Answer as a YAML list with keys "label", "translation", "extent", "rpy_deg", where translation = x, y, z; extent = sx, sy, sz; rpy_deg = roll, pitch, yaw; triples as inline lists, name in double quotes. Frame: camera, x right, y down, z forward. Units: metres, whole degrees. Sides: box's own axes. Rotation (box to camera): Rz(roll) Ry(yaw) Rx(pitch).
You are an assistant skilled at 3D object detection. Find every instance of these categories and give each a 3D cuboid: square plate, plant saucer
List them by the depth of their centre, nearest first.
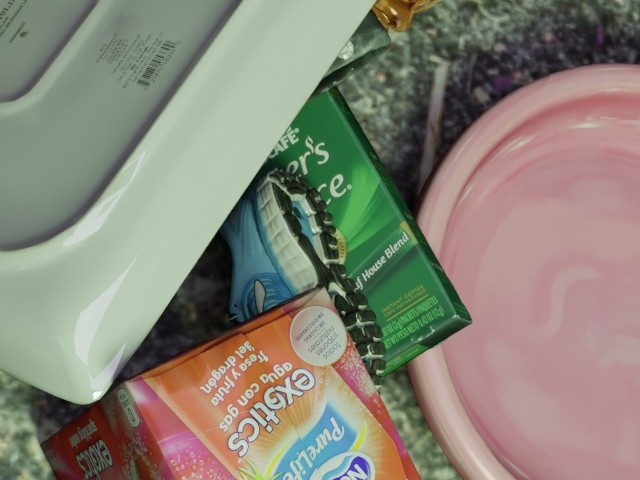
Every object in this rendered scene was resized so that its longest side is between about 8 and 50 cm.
- label: "square plate"
  translation: [-0.167, -0.110, 1.107]
  extent: [0.344, 0.049, 0.347]
  rpy_deg: [20, 65, 31]
- label: "plant saucer"
  translation: [0.199, 0.053, 1.289]
  extent: [0.332, 0.084, 0.332]
  rpy_deg: [4, 76, -18]

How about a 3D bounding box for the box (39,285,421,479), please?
- label: "box"
  translation: [-0.056, 0.127, 1.086]
  extent: [0.123, 0.257, 0.128]
  rpy_deg: [-26, 87, -22]

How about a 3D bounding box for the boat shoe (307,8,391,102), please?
- label: "boat shoe"
  translation: [-0.095, -0.051, 1.165]
  extent: [0.306, 0.113, 0.105]
  rpy_deg: [-38, 88, -7]

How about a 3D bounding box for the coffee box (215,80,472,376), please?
- label: "coffee box"
  translation: [0.000, 0.000, 1.205]
  extent: [0.113, 0.040, 0.184]
  rpy_deg: [-32, 72, 13]

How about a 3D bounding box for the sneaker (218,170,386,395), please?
- label: "sneaker"
  translation: [-0.015, 0.044, 1.160]
  extent: [0.063, 0.073, 0.162]
  rpy_deg: [7, 58, -51]

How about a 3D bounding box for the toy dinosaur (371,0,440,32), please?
- label: "toy dinosaur"
  translation: [0.057, -0.229, 1.281]
  extent: [0.218, 0.164, 0.322]
  rpy_deg: [47, 45, -21]
